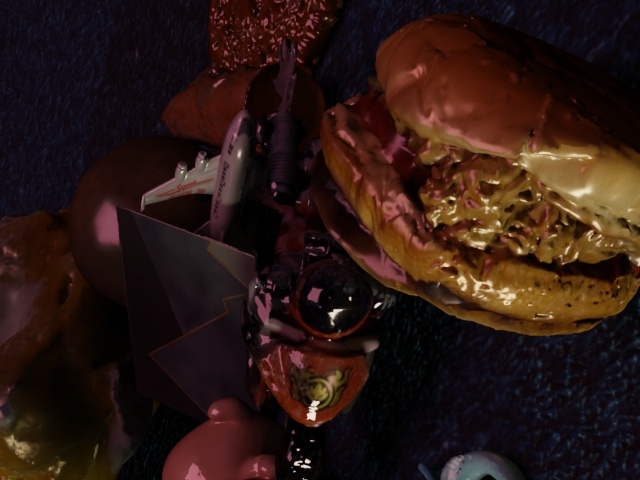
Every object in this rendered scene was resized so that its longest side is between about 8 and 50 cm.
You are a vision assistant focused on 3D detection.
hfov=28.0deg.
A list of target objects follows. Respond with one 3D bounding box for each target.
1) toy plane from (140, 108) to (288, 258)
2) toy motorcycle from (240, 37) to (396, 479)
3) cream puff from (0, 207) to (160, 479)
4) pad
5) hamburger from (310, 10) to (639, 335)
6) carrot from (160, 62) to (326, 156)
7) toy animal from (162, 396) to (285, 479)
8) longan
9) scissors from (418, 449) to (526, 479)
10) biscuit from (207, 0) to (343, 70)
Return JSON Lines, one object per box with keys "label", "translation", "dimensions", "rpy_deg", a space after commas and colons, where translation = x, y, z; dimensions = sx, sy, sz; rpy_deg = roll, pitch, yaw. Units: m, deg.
{"label": "toy plane", "translation": [-0.084, -0.052, 1.209], "dimensions": [0.065, 0.162, 0.171], "rpy_deg": [-95, 16, -59]}
{"label": "toy motorcycle", "translation": [0.000, 0.000, 1.101], "dimensions": [0.207, 0.134, 0.401], "rpy_deg": [104, 172, -59]}
{"label": "cream puff", "translation": [-0.340, 0.164, 1.490], "dimensions": [0.275, 0.378, 0.378], "rpy_deg": [68, 179, -46]}
{"label": "pad", "translation": [-0.126, 0.088, 1.254], "dimensions": [0.164, 0.004, 0.243], "rpy_deg": [19, 129, 25]}
{"label": "hamburger", "translation": [0.125, -0.050, 0.832], "dimensions": [0.163, 0.244, 0.244], "rpy_deg": [-64, 34, 27]}
{"label": "carrot", "translation": [-0.101, -0.131, 1.334], "dimensions": [0.263, 0.102, 0.101], "rpy_deg": [4, 85, 56]}
{"label": "toy animal", "translation": [-0.077, 0.261, 1.155], "dimensions": [0.171, 0.171, 0.197], "rpy_deg": [-56, 34, 36]}
{"label": "longan", "translation": [-0.169, -0.016, 1.357], "dimensions": [0.220, 0.197, 0.196], "rpy_deg": [42, 118, 58]}
{"label": "scissors", "translation": [0.131, 0.320, 0.899], "dimensions": [0.180, 0.032, 0.393], "rpy_deg": [-57, 38, 36]}
{"label": "biscuit", "translation": [-0.052, -0.290, 1.384], "dimensions": [0.305, 0.038, 0.305], "rpy_deg": [-25, 60, 55]}
